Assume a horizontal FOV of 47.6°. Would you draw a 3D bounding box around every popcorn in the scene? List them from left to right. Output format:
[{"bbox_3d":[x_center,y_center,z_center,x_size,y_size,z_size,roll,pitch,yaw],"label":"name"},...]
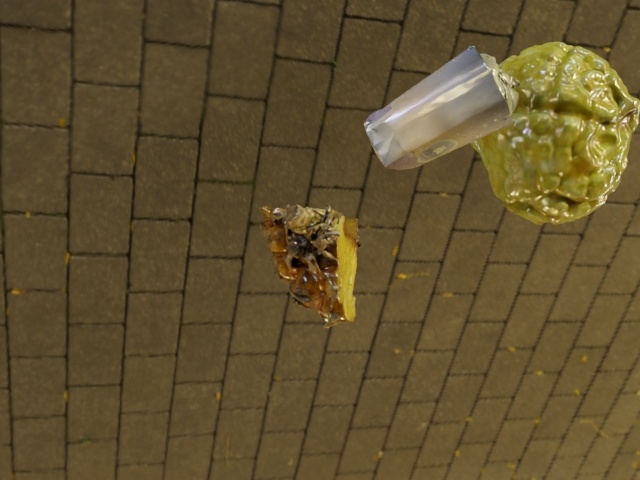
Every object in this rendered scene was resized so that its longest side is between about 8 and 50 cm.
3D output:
[{"bbox_3d":[0.348,-0.164,1.113,0.224,0.270,0.257,-16,151,-26],"label":"popcorn"}]

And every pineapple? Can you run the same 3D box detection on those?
[{"bbox_3d":[0.000,0.000,0.518,0.077,0.114,0.114,-28,162,-8],"label":"pineapple"}]

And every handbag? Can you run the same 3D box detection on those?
[{"bbox_3d":[0.138,-0.145,0.802,0.173,0.117,0.095,-27,89,13],"label":"handbag"}]
